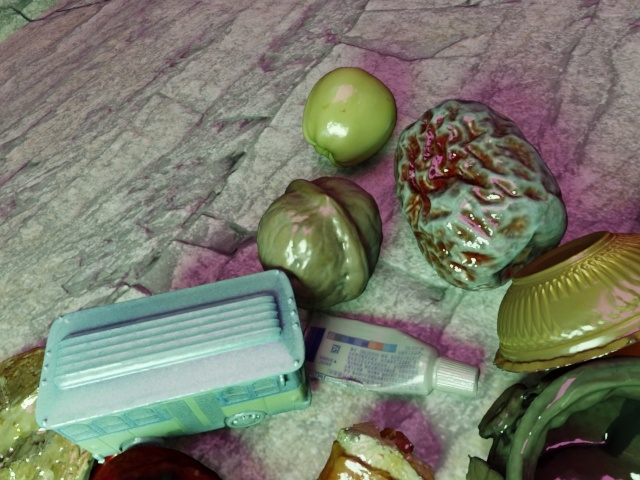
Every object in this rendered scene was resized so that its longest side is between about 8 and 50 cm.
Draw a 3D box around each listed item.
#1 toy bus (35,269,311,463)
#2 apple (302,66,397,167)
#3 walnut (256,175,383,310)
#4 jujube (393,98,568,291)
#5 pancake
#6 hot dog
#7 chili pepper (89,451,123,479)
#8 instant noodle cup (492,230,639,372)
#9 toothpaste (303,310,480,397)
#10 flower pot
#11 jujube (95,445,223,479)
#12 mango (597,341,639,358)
[{"bbox_3d":[-0.176,0.171,0.605,0.311,0.190,0.152,-12,51,-6],"label":"toy bus"},{"bbox_3d":[0.058,-0.250,0.894,0.199,0.200,0.200,-7,54,9],"label":"apple"},{"bbox_3d":[0.000,0.000,0.705,0.224,0.224,0.224,-7,54,9],"label":"walnut"},{"bbox_3d":[0.235,-0.077,0.705,0.225,0.226,0.317,-19,52,1],"label":"jujube"},{"bbox_3d":[-0.490,0.339,0.666,0.386,0.082,0.387,-11,55,15],"label":"pancake"},{"bbox_3d":[0.043,0.327,0.539,0.146,0.103,0.213,39,80,11],"label":"hot dog"},{"bbox_3d":[-0.276,0.298,0.671,0.059,0.050,0.268,39,72,5],"label":"chili pepper"},{"bbox_3d":[0.315,0.056,0.548,0.273,0.274,0.091,-29,83,-7],"label":"instant noodle cup"},{"bbox_3d":[0.089,0.177,0.660,0.282,0.069,0.099,6,26,29],"label":"toothpaste"},{"bbox_3d":[0.295,0.263,0.444,0.301,0.213,0.302,-6,54,9],"label":"flower pot"},{"bbox_3d":[-0.172,0.349,0.541,0.236,0.168,0.168,16,59,3],"label":"jujube"},{"bbox_3d":[0.398,0.155,0.579,0.183,0.085,0.102,15,64,35],"label":"mango"}]
